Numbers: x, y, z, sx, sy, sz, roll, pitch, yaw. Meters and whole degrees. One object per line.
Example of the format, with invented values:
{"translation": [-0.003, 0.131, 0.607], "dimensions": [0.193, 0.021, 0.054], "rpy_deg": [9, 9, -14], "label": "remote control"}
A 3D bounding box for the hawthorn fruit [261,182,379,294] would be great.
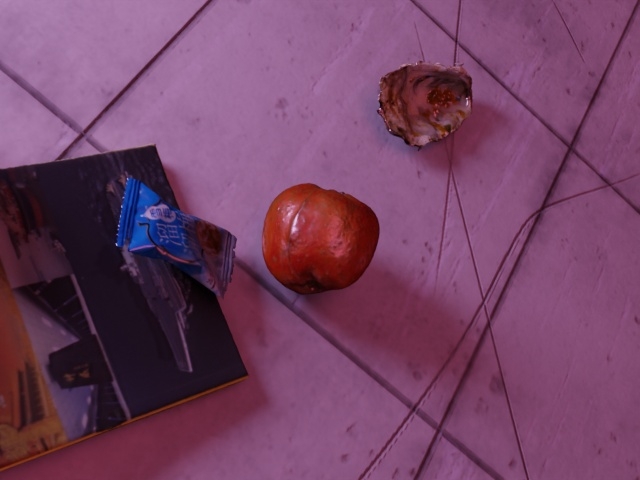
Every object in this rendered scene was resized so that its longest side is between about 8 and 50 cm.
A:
{"translation": [0.000, 0.000, 0.994], "dimensions": [0.128, 0.128, 0.128], "rpy_deg": [13, 63, -26], "label": "hawthorn fruit"}

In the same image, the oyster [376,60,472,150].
{"translation": [0.136, -0.179, 1.194], "dimensions": [0.177, 0.056, 0.105], "rpy_deg": [-32, 99, -36], "label": "oyster"}

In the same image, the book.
{"translation": [-0.259, 0.056, 0.844], "dimensions": [0.373, 0.028, 0.263], "rpy_deg": [-15, 78, -42], "label": "book"}

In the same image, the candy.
{"translation": [-0.138, 0.001, 0.926], "dimensions": [0.136, 0.038, 0.088], "rpy_deg": [31, 38, -31], "label": "candy"}
